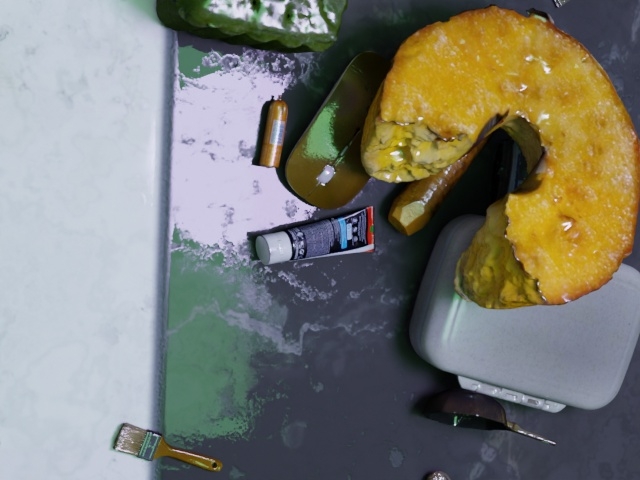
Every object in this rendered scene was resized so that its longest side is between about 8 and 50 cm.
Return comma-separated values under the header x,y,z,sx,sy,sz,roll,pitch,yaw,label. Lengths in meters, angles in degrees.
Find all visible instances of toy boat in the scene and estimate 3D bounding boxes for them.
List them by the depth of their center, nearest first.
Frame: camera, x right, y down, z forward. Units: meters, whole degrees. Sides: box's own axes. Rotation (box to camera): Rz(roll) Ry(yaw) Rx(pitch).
x,y,z,sx,sy,sz,roll,pitch,yaw,label
0.305,-0.092,1.809,0.066,0.059,0.140,6,98,-10,toy boat

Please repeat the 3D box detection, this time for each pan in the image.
x,y,z,sx,sy,sz,roll,pitch,yaw,label
0.260,0.274,1.801,0.202,0.128,0.048,21,73,-26,pan

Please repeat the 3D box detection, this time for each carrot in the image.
x,y,z,sx,sy,sz,roll,pitch,yaw,label
0.217,-0.138,1.768,0.066,0.066,0.314,46,76,-20,carrot

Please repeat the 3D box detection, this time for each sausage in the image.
x,y,z,sx,sy,sz,roll,pitch,yaw,label
-0.067,-0.158,1.662,0.031,0.031,0.107,10,91,-24,sausage

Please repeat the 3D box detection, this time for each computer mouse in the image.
x,y,z,sx,sy,sz,roll,pitch,yaw,label
0.044,-0.163,1.697,0.126,0.056,0.245,36,83,-21,computer mouse

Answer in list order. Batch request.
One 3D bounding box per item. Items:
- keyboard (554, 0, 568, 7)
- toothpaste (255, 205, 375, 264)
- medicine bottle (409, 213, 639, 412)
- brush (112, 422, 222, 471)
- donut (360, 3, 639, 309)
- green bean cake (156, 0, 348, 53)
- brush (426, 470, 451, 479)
x,y,z,sx,sy,sz,roll,pitch,yaw,label
0.420,-0.429,1.849,0.129,0.015,0.049,-37,103,-15,keyboard
0.000,0.000,1.703,0.193,0.045,0.071,-13,109,-27,toothpaste
0.331,0.115,1.807,0.375,0.123,0.282,18,93,-21,medicine bottle
-0.217,0.306,1.657,0.170,0.014,0.043,23,88,-24,brush
0.271,-0.118,1.654,0.377,0.163,0.435,-35,87,-26,donut
-0.086,-0.392,1.563,0.246,0.156,0.250,9,92,-25,green bean cake
0.219,0.508,1.851,0.042,0.039,0.299,-20,104,-21,brush
